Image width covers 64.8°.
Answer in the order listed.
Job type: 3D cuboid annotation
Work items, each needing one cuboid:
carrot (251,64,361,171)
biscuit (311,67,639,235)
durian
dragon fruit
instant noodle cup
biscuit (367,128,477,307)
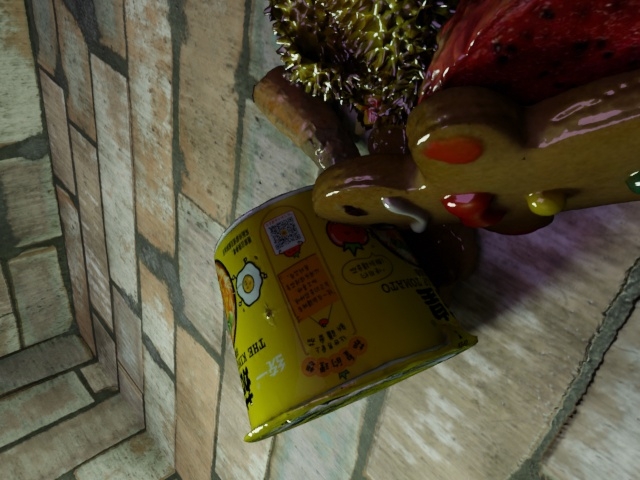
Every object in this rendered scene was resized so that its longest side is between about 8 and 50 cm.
[{"bbox_3d":[-0.005,-0.166,0.799,0.263,0.101,0.102,53,139,24],"label":"carrot"},{"bbox_3d":[0.184,-0.051,0.461,0.432,0.283,0.064,-9,70,29],"label":"biscuit"},{"bbox_3d":[0.072,-0.270,0.577,0.258,0.258,0.293,-19,104,51],"label":"durian"},{"bbox_3d":[0.185,-0.171,0.443,0.205,0.317,0.152,-13,67,28],"label":"dragon fruit"},{"bbox_3d":[0.011,0.090,0.690,0.325,0.325,0.254,-47,59,48],"label":"instant noodle cup"},{"bbox_3d":[0.136,-0.028,0.746,0.183,0.047,0.320,-13,97,49],"label":"biscuit"}]
